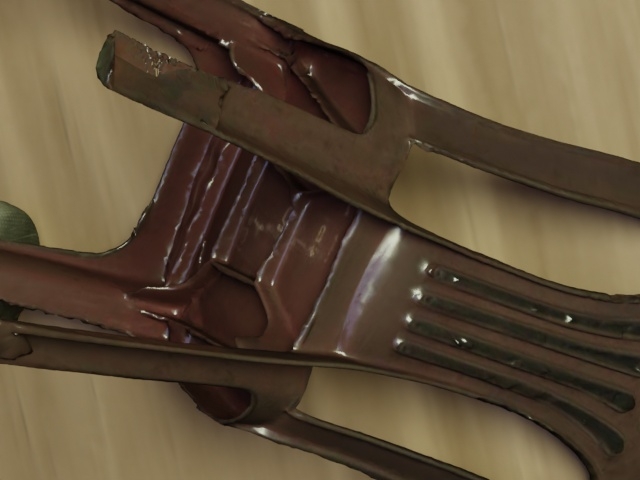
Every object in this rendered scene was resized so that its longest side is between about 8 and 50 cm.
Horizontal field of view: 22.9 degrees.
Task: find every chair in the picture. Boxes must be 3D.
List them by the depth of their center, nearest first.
[{"bbox_3d":[0.000,0.000,0.665,0.326,0.183,0.176,19,100,-33],"label":"chair"}]

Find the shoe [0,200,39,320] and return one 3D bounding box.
[{"bbox_3d":[-0.208,0.035,0.743,0.099,0.071,0.169,41,104,13],"label":"shoe"}]
